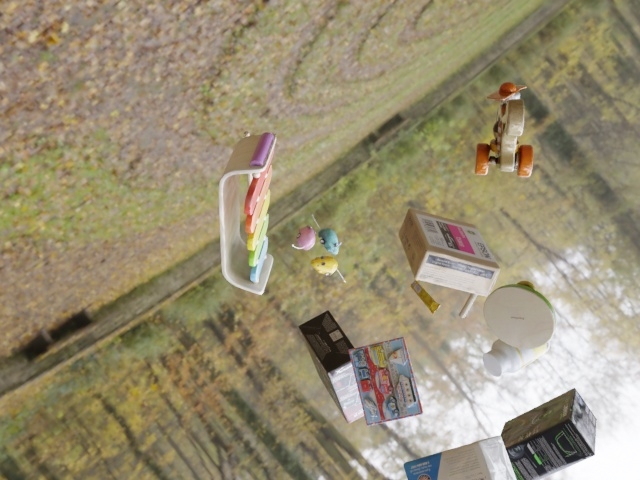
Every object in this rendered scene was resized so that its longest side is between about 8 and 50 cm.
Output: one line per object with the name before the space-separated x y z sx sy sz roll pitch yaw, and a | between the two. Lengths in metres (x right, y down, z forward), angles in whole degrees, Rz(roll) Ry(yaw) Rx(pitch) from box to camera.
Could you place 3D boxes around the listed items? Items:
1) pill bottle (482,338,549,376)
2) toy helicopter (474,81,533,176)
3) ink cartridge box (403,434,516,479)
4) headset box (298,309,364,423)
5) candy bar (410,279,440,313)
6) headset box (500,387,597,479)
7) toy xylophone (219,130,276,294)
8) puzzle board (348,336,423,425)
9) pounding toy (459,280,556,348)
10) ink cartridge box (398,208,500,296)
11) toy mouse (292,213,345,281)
pill bottle | 0.550 0.311 2.017 0.184 0.103 0.103 -25 173 -25
toy helicopter | 0.456 -0.286 1.716 0.140 0.235 0.355 4 179 9
ink cartridge box | 0.222 0.408 1.005 0.134 0.231 0.078 -29 158 33
headset box | 0.057 0.391 2.150 0.110 0.293 0.218 -27 -138 -9
candy bar | 0.352 0.186 2.419 0.040 0.018 0.161 -53 -141 14
headset box | 0.683 0.606 2.182 0.283 0.131 0.246 -36 176 25
toy xylophone | -0.129 -0.069 1.349 0.323 0.081 0.236 94 6 -48
puzzle board | 0.106 0.231 1.167 0.096 0.128 0.011 -16 172 14
pounding toy | 0.498 0.160 1.822 0.110 0.237 0.183 -40 150 -46
ink cartridge box | 0.310 0.025 1.754 0.235 0.193 0.088 -100 -154 -62
toy mouse | 0.000 0.000 1.505 0.161 0.143 0.031 22 140 -40
